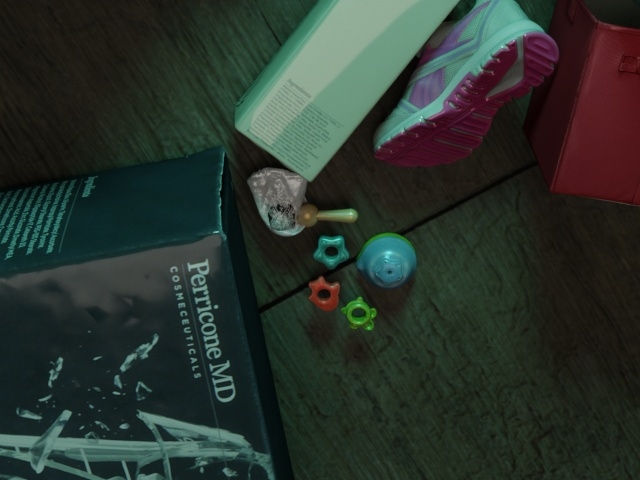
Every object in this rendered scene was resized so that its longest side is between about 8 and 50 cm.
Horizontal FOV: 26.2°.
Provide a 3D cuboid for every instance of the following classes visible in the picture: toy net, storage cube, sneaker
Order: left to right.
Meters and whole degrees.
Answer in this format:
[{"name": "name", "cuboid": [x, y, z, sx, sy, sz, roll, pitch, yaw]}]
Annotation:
[{"name": "toy net", "cuboid": [0.000, 0.000, 1.608, 0.232, 0.045, 0.122, 38, 107, -14]}, {"name": "sneaker", "cuboid": [0.149, -0.176, 1.520, 0.103, 0.111, 0.252, 19, 133, -40]}, {"name": "storage cube", "cuboid": [0.337, -0.157, 1.473, 0.184, 0.215, 0.193, 8, 117, -6]}]

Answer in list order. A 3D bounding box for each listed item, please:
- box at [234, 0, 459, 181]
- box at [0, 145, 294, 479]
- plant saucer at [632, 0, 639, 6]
[{"name": "box", "cuboid": [0.028, -0.207, 1.498, 0.113, 0.094, 0.275, 37, 105, -16]}, {"name": "box", "cuboid": [-0.290, 0.194, 1.540, 0.472, 0.297, 0.479, -11, 112, 0]}, {"name": "plant saucer", "cuboid": [0.381, -0.302, 1.388, 0.318, 0.317, 0.043, 21, 140, -10]}]
